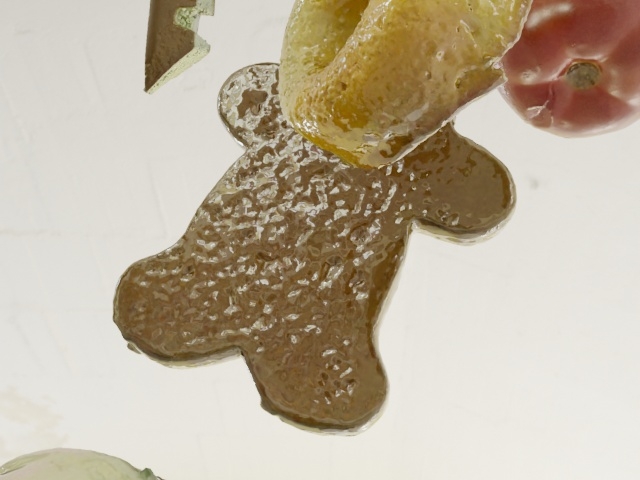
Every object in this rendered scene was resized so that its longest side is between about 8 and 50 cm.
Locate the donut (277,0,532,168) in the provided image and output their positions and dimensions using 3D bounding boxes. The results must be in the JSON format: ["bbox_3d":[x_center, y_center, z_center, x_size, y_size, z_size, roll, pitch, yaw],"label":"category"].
[{"bbox_3d":[0.037,-0.138,0.489,0.075,0.174,0.190,18,-28,-32],"label":"donut"}]

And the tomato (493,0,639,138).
[{"bbox_3d":[0.404,-0.313,1.204,0.299,0.226,0.298,10,-45,10],"label":"tomato"}]

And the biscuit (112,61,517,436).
[{"bbox_3d":[0.000,0.000,0.878,0.368,0.393,0.076,22,-13,15],"label":"biscuit"}]

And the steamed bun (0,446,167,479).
[{"bbox_3d":[-0.194,0.288,0.486,0.207,0.280,0.267,-44,-108,41],"label":"steamed bun"}]

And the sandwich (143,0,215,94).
[{"bbox_3d":[-0.212,-0.337,1.191,0.089,0.244,0.090,8,3,1],"label":"sandwich"}]
